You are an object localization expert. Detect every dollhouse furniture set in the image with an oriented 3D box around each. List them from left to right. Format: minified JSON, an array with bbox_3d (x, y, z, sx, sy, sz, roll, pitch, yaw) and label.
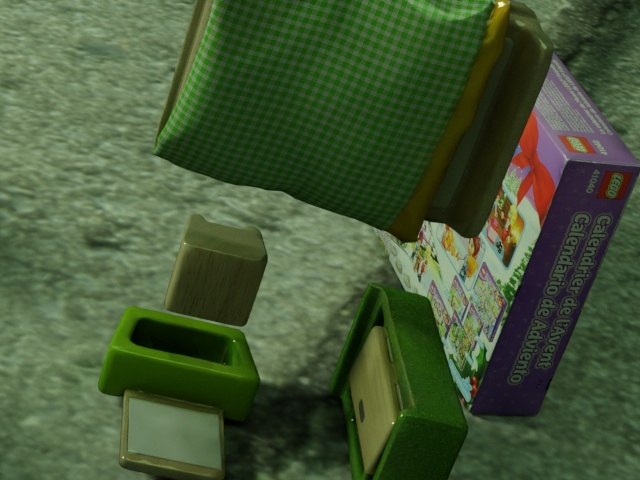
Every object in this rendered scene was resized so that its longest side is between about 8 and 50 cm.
[{"bbox_3d":[0.000,0.000,0.951,0.198,0.301,0.151,13,28,-11],"label":"dollhouse furniture set"}]

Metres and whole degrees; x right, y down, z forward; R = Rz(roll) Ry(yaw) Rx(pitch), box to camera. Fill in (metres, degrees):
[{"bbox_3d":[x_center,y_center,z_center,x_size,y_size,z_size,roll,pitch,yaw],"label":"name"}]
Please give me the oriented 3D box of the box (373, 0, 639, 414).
[{"bbox_3d":[0.108,-0.048,1.181,0.057,0.201,0.293,4,34,-21],"label":"box"}]
